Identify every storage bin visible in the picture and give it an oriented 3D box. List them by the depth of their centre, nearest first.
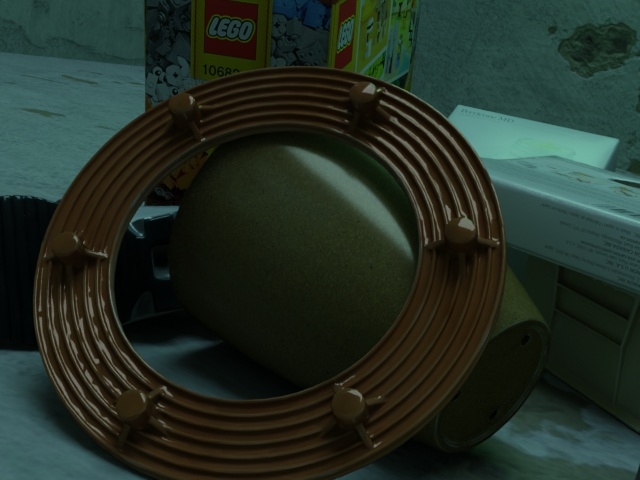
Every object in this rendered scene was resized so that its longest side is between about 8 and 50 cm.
[{"bbox_3d":[0.367,0.093,0.942,0.262,0.123,0.260,5,14,-24],"label":"storage bin"}]

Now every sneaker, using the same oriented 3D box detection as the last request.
[{"bbox_3d":[-0.207,0.023,0.844,0.331,0.122,0.146,1,-1,-33],"label":"sneaker"}]

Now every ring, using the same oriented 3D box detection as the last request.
[{"bbox_3d":[-0.042,0.005,0.653,0.337,0.336,0.032,16,-26,20],"label":"ring"}]

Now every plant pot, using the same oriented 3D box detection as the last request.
[{"bbox_3d":[0.046,0.041,0.746,0.237,0.237,0.254,-2,30,-43],"label":"plant pot"}]

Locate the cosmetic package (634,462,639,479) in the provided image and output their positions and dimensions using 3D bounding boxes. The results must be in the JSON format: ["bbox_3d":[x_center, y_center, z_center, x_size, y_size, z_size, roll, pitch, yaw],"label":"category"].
[{"bbox_3d":[0.364,0.150,0.700,0.238,0.127,0.107,3,15,-22],"label":"cosmetic package"}]

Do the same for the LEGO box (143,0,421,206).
[{"bbox_3d":[-0.020,-0.208,1.129,0.193,0.372,0.500,11,26,12],"label":"LEGO box"}]

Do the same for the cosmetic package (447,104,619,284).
[{"bbox_3d":[0.236,-0.047,1.208,0.224,0.138,0.224,16,40,22],"label":"cosmetic package"}]

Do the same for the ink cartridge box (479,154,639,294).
[{"bbox_3d":[0.278,-0.024,0.953,0.261,0.066,0.296,-2,19,-44],"label":"ink cartridge box"}]
